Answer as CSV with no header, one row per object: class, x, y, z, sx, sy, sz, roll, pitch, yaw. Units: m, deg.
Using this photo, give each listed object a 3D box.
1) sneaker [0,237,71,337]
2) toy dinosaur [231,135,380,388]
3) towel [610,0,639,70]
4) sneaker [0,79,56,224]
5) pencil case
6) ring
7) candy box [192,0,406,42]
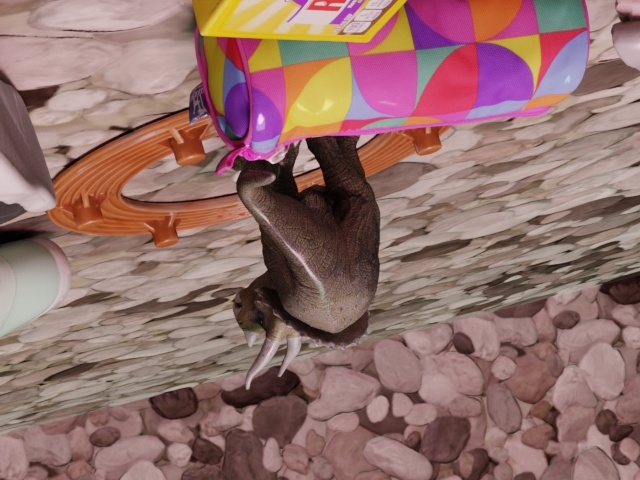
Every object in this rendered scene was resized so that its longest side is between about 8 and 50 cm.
sneaker,-0.341,0.071,1.239,0.256,0.094,0.151,-31,170,22
toy dinosaur,0.000,0.000,1.022,0.121,0.160,0.313,-14,174,-10
towel,0.371,-0.121,0.984,0.317,0.053,0.332,-3,172,22
sneaker,-0.232,-0.043,0.806,0.147,0.104,0.296,-20,173,-4
pencil case,0.040,-0.106,0.895,0.236,0.104,0.104,-12,168,-21
ring,-0.049,-0.054,1.202,0.337,0.032,0.336,-16,169,-3
candy box,0.026,-0.158,0.728,0.105,0.027,0.206,0,155,-30
